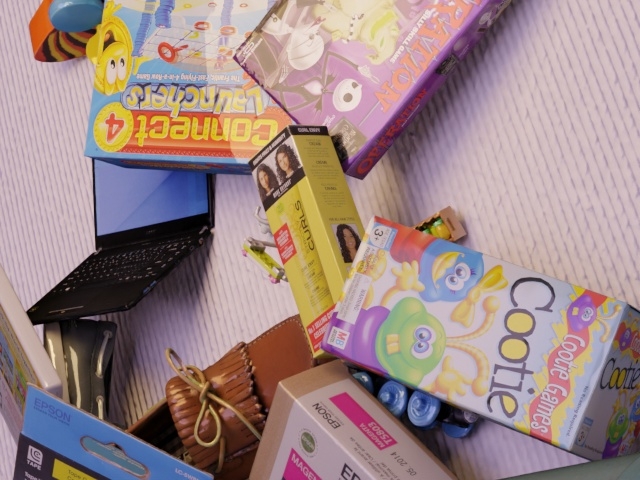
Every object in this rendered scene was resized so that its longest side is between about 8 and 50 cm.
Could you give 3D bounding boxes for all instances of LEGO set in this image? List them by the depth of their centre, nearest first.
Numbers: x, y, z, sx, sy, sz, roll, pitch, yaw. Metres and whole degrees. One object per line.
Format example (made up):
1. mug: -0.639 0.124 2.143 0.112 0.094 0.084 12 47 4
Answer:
1. LEGO set: 0.016 0.007 2.002 0.287 0.107 0.132 11 90 47

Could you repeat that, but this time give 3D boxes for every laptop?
1. laptop: -0.258 -0.028 2.272 0.234 0.264 0.136 -11 115 45

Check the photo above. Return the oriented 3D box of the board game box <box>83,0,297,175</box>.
1. board game box: -0.112 -0.231 2.149 0.308 0.086 0.302 3 84 31

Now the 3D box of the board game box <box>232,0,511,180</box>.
1. board game box: 0.080 -0.260 1.964 0.208 0.056 0.347 45 104 23

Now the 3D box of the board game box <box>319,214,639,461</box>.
1. board game box: 0.165 0.096 1.740 0.275 0.144 0.142 20 86 32

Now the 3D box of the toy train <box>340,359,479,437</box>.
1. toy train: 0.100 0.140 1.912 0.184 0.080 0.105 8 79 48

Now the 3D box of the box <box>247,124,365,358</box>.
1. box: 0.000 0.000 1.915 0.087 0.058 0.232 -38 63 44

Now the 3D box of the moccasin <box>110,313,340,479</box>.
1. moccasin: -0.123 0.196 2.078 0.380 0.147 0.139 -33 59 37

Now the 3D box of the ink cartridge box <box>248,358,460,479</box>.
1. ink cartridge box: 0.035 0.269 1.880 0.235 0.088 0.193 43 133 33

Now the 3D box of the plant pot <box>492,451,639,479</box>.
1. plant pot: 0.263 0.319 1.541 0.334 0.341 0.341 -15 71 53

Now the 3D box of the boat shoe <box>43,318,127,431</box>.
1. boat shoe: -0.268 0.240 2.248 0.116 0.099 0.319 115 145 -62

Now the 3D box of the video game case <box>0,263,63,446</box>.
1. video game case: -0.362 0.169 2.247 0.227 0.026 0.206 56 150 39

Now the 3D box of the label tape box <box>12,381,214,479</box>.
1. label tape box: -0.220 0.314 2.048 0.241 0.106 0.333 24 122 17

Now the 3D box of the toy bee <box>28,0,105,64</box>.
1. toy bee: -0.272 -0.316 2.367 0.298 0.162 0.195 164 103 -70
